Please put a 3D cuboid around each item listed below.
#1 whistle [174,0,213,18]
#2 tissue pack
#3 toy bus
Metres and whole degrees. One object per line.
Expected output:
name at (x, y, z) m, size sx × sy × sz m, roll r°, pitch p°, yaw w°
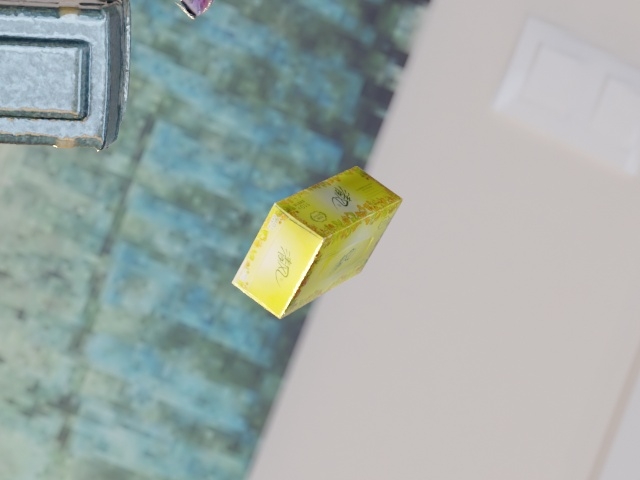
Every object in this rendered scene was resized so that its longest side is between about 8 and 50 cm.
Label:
whistle at (-0.056, -0.243, 1.373) m, size 0.033 × 0.176 × 0.033 m, roll 30°, pitch 172°, yaw 4°
tissue pack at (0.000, 0.000, 1.741) m, size 0.062 × 0.095 × 0.176 m, roll 36°, pitch -154°, yaw 13°
toy bus at (-0.302, -0.157, 1.602) m, size 0.275 × 0.138 × 0.167 m, roll 2°, pitch -165°, yaw -6°
